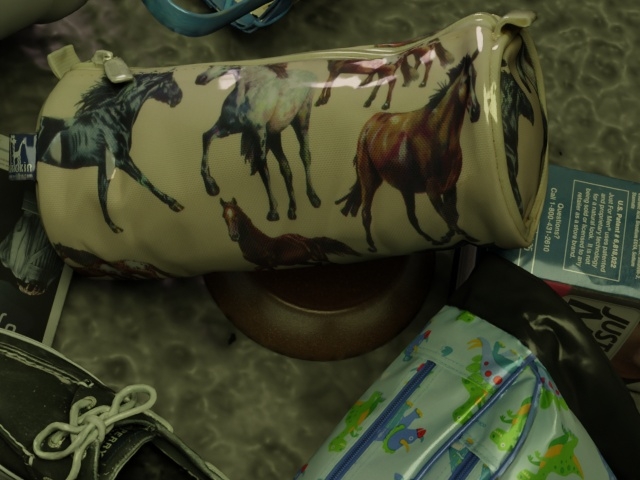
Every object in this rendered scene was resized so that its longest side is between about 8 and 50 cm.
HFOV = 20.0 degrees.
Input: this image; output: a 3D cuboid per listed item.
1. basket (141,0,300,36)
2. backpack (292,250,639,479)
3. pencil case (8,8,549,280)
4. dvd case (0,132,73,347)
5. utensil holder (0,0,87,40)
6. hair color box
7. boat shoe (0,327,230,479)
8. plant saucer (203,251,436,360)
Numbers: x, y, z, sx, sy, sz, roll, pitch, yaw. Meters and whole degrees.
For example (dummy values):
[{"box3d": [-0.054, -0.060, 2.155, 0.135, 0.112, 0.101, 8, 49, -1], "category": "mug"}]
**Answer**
[{"box3d": [-0.090, -0.298, 1.495, 0.289, 0.201, 0.255, -30, 74, -38], "category": "basket"}, {"box3d": [0.088, 0.240, 1.271, 0.355, 0.290, 0.273, -35, 34, -8], "category": "backpack"}, {"box3d": [-0.022, -0.070, 1.336, 0.410, 0.184, 0.160, -5, 24, 26], "category": "pencil case"}, {"box3d": [-0.285, 0.023, 1.411, 0.179, 0.029, 0.239, 21, 64, -18], "category": "dvd case"}, {"box3d": [-0.412, -0.238, 1.359, 0.385, 0.327, 0.328, -32, 74, -22], "category": "utensil holder"}, {"box3d": [0.284, 0.048, 1.427, 0.347, 0.174, 0.105, 11, 65, -2], "category": "hair color box"}, {"box3d": [-0.163, 0.158, 1.333, 0.306, 0.105, 0.113, 42, 60, 2], "category": "boat shoe"}, {"box3d": [0.000, 0.000, 1.485, 0.198, 0.036, 0.199, 3, 67, -7], "category": "plant saucer"}]
